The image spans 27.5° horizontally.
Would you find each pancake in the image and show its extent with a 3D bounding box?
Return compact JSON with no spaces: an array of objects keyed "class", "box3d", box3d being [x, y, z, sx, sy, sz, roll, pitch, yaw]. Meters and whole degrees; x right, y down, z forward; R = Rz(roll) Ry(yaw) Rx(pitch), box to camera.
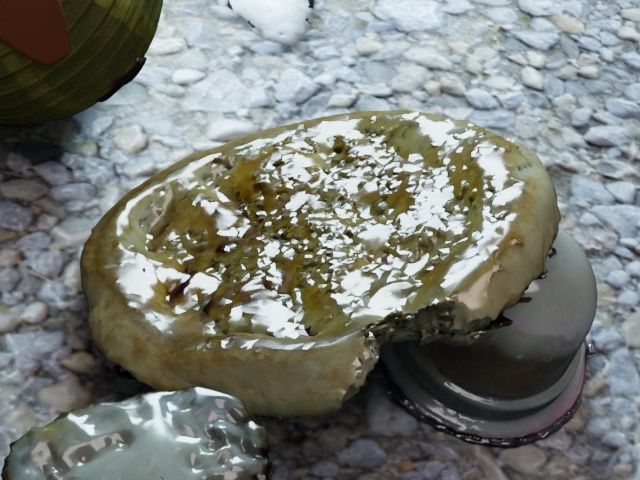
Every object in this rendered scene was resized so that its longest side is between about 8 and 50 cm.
[{"class":"pancake","box3d":[0.000,0.001,1.001,0.382,0.071,0.382,-12,32,8]}]

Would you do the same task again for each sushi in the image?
[{"class":"sushi","box3d":[-0.101,0.244,0.803,0.197,0.182,0.343,-9,53,-19]}]

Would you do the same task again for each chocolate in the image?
[{"class":"chocolate","box3d":[0.145,0.045,1.072,0.221,0.147,0.221,7,49,-8]}]

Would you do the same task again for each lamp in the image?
[{"class":"lamp","box3d":[-0.247,-0.214,1.129,0.250,0.284,0.250,-5,76,20]}]
